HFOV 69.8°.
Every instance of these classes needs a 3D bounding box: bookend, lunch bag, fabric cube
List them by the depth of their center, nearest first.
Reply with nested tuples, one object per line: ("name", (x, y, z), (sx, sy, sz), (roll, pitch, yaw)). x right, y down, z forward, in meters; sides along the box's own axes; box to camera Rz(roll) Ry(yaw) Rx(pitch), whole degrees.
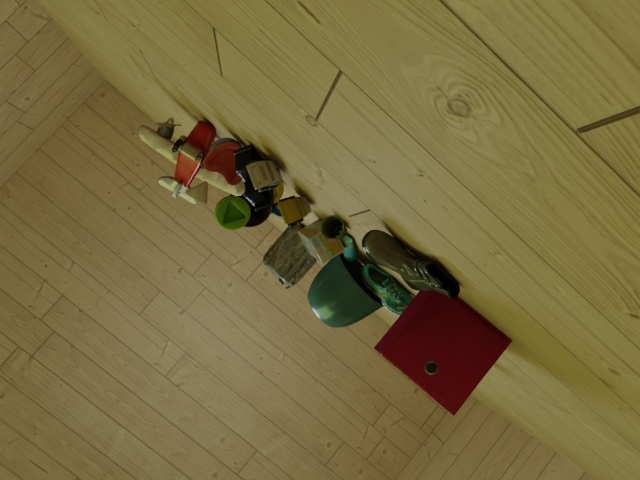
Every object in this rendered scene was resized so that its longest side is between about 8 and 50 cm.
("fabric cube", (0.342, 0.307, 1.344), (0.254, 0.258, 0.259), (41, 174, 7))
("bookend", (-0.226, -0.210, 1.551), (0.157, 0.072, 0.156), (51, -153, -53))
("lunch bag", (-0.132, 0.083, 2.373), (0.212, 0.305, 0.256), (42, 175, -18))

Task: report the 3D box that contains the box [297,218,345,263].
("box", (0.000, 0.000, 1.762), (0.114, 0.103, 0.203), (62, 171, -17))

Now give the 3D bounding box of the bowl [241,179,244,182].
("bowl", (-0.396, -0.339, 2.162), (0.142, 0.053, 0.142), (42, 174, -6))

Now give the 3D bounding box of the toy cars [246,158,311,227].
("toy cars", (-0.121, -0.166, 1.552), (0.394, 0.087, 0.176), (51, -156, -52))

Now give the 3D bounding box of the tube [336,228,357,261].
("tube", (0.103, 0.018, 1.734), (0.080, 0.052, 0.207), (33, 164, 23))

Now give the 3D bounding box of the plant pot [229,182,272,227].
("plant pot", (-0.381, -0.215, 2.363), (0.215, 0.215, 0.230), (45, -174, -35))

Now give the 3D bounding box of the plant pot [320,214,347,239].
("plant pot", (0.053, -0.037, 1.540), (0.083, 0.083, 0.079), (38, -175, 25))

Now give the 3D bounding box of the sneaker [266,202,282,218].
("sneaker", (-0.205, -0.140, 2.348), (0.083, 0.071, 0.190), (38, 177, -40))

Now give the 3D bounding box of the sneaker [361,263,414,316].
("sneaker", (0.262, 0.192, 1.753), (0.275, 0.107, 0.110), (39, 165, 17))

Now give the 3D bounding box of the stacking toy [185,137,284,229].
("stacking toy", (-0.328, -0.211, 1.713), (0.309, 0.279, 0.130), (43, -176, -30))

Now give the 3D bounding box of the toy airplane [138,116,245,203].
("toy airplane", (-0.537, -0.348, 1.964), (0.384, 0.272, 0.386), (1, 139, 25))

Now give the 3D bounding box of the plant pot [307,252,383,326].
("plant pot", (0.089, 0.222, 1.910), (0.293, 0.235, 0.293), (45, -165, -15))

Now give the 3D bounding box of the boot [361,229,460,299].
("boot", (0.232, 0.054, 1.149), (0.246, 0.083, 0.161), (37, 168, -19))
